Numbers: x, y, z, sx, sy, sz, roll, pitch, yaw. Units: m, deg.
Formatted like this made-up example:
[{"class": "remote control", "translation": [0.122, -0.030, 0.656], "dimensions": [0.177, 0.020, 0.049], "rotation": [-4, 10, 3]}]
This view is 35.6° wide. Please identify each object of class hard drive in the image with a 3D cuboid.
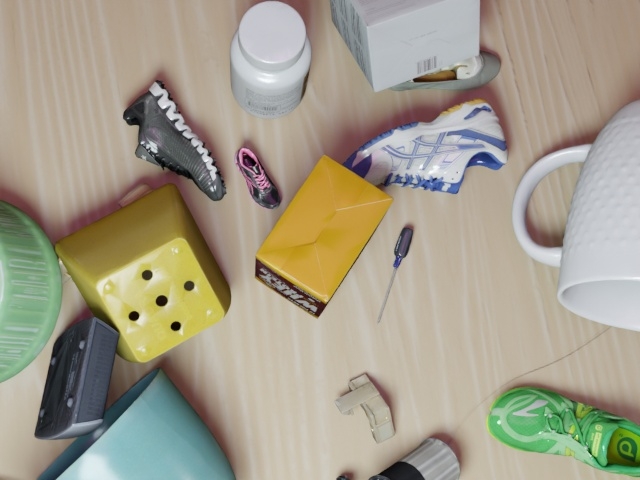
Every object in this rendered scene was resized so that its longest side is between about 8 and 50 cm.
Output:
[{"class": "hard drive", "translation": [-0.361, 0.211, 1.473], "dimensions": [0.054, 0.255, 0.172], "rotation": [16, 70, -23]}]

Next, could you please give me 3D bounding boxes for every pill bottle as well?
[{"class": "pill bottle", "translation": [-0.081, -0.292, 1.606], "dimensions": [0.131, 0.229, 0.131], "rotation": [1, 78, -4]}]

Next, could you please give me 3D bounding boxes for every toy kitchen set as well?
[{"class": "toy kitchen set", "translation": [0.066, 0.277, 1.600], "dimensions": [0.068, 0.075, 0.083], "rotation": [-25, 41, -12]}]

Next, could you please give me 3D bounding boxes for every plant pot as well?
[{"class": "plant pot", "translation": [-0.257, 0.369, 1.437], "dimensions": [0.293, 0.293, 0.235], "rotation": [-44, 95, -11]}, {"class": "plant pot", "translation": [-0.252, 0.065, 1.502], "dimensions": [0.212, 0.187, 0.212], "rotation": [-29, 110, -10]}]

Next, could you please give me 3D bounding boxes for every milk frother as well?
[{"class": "milk frother", "translation": [0.117, 0.374, 1.555], "dimensions": [0.143, 0.129, 0.135], "rotation": [34, 38, 31]}]

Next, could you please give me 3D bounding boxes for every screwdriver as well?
[{"class": "screwdriver", "translation": [0.118, 0.058, 1.658], "dimensions": [0.025, 0.024, 0.169], "rotation": [19, 83, 30]}]

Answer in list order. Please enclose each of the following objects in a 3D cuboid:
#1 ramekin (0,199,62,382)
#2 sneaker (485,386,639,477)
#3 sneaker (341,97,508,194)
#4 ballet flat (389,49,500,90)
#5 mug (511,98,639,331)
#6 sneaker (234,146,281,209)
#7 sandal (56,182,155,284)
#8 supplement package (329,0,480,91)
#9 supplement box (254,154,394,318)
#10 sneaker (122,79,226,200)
[{"class": "ramekin", "translation": [-0.560, 0.074, 1.498], "dimensions": [0.304, 0.148, 0.303], "rotation": [-1, 84, 12]}, {"class": "sneaker", "translation": [0.410, 0.299, 1.571], "dimensions": [0.296, 0.123, 0.109], "rotation": [14, 78, 0]}, {"class": "sneaker", "translation": [0.176, -0.129, 1.651], "dimensions": [0.297, 0.112, 0.131], "rotation": [-23, 81, -8]}, {"class": "ballet flat", "translation": [0.212, -0.295, 1.710], "dimensions": [0.213, 0.068, 0.072], "rotation": [-7, 79, -6]}, {"class": "mug", "translation": [0.492, -0.049, 1.599], "dimensions": [0.374, 0.276, 0.328], "rotation": [3, 70, 28]}, {"class": "sneaker", "translation": [-0.105, -0.105, 1.654], "dimensions": [0.047, 0.057, 0.119], "rotation": [-32, 83, -12]}, {"class": "sandal", "translation": [-0.334, 0.015, 1.597], "dimensions": [0.079, 0.088, 0.240], "rotation": [40, 73, 11]}, {"class": "supplement package", "translation": [0.133, -0.389, 1.648], "dimensions": [0.194, 0.149, 0.203], "rotation": [-20, 54, -7]}, {"class": "supplement box", "translation": [0.000, 0.000, 1.569], "dimensions": [0.129, 0.194, 0.191], "rotation": [33, 78, 3]}, {"class": "sneaker", "translation": [-0.247, -0.147, 1.646], "dimensions": [0.106, 0.078, 0.234], "rotation": [-33, 79, -7]}]
